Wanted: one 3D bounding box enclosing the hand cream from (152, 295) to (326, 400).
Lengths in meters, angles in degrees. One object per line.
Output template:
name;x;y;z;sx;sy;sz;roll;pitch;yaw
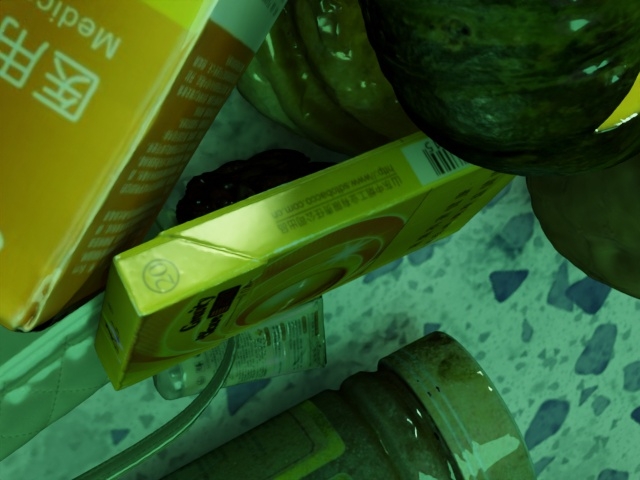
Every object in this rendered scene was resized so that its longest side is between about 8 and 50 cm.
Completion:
hand cream;-0.058;0.082;0.693;0.143;0.039;0.061;-11;106;-29

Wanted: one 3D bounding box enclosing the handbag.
handbag;-0.183;0.070;0.592;0.256;0.079;0.219;-36;116;-8

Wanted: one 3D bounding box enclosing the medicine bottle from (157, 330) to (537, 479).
medicine bottle;-0.012;0.207;0.694;0.322;0.151;0.151;-27;120;-12

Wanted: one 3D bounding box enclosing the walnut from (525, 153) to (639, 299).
walnut;0.281;-0.092;0.615;0.252;0.313;0.277;2;88;-29

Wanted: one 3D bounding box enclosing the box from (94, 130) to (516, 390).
box;0.000;0.000;0.548;0.269;0.043;0.152;-23;165;-25

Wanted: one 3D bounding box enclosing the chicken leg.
chicken leg;-0.015;-0.035;0.626;0.205;0.093;0.053;-31;115;-55

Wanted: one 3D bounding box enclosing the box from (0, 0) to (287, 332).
box;-0.128;-0.157;0.436;0.225;0.143;0.341;32;96;2

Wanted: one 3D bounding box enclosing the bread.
bread;0.056;-0.163;0.583;0.198;0.120;0.236;18;105;-35

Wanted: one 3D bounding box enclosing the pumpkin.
pumpkin;0.112;-0.150;0.444;0.238;0.159;0.238;-17;113;-46
